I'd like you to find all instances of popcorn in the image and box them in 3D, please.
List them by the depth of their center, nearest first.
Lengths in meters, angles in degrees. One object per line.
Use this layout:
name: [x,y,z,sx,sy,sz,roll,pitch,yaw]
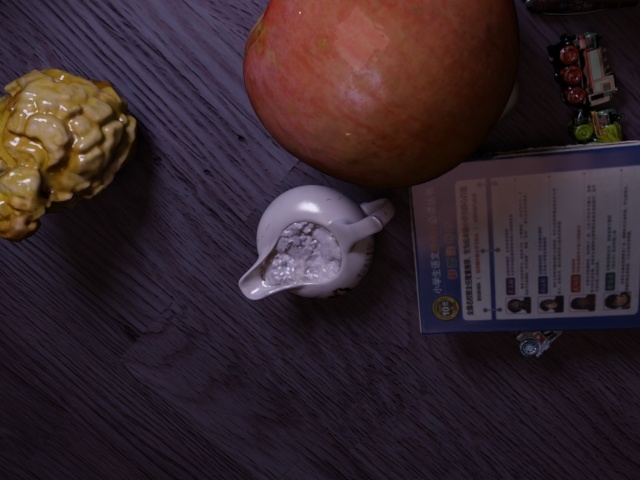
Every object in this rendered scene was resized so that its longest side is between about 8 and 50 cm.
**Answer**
popcorn: [-0.476,-0.152,1.006,0.265,0.332,0.225,1,145,45]

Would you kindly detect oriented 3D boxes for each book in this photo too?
book: [0.357,0.005,0.902,0.428,0.039,0.300,-3,109,11]

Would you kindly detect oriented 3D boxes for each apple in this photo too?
apple: [0.083,-0.242,0.769,0.364,0.364,0.364,6,114,13]

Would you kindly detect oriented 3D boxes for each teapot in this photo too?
teapot: [0.000,0.000,1.012,0.300,0.166,0.208,-30,91,35]

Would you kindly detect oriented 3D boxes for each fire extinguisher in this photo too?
fire extinguisher: [0.359,-0.344,0.821,0.158,0.043,0.064,2,156,15]

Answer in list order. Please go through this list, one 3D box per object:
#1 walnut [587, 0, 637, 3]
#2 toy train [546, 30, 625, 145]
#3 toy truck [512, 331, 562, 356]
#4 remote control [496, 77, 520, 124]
walnut: [0.359,-0.424,0.651,0.344,0.306,0.306,-16,108,20]
toy train: [0.405,-0.190,0.872,0.085,0.053,0.249,-18,107,13]
toy truck: [0.343,0.104,1.002,0.178,0.080,0.115,44,107,-4]
remote control: [0.221,-0.181,0.929,0.078,0.042,0.221,42,117,-6]
